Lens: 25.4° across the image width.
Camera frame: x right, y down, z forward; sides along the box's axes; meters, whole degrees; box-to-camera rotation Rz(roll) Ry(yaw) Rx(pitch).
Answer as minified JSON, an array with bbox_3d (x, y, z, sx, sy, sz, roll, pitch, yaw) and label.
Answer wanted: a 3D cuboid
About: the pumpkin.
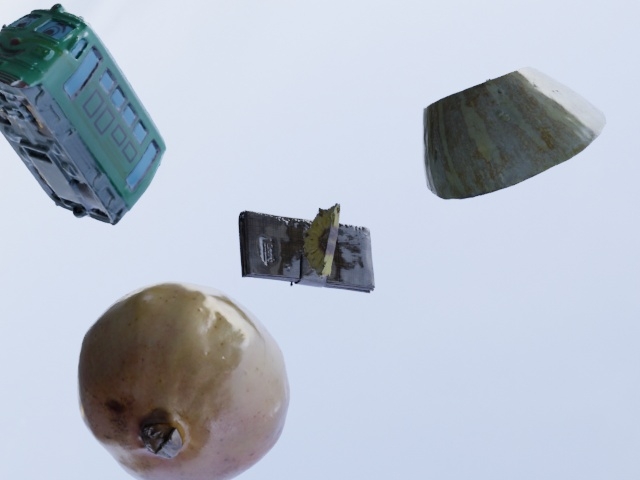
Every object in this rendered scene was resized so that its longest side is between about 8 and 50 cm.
[{"bbox_3d":[0.201,-0.139,1.599,0.217,0.110,0.217,-27,-166,7],"label":"pumpkin"}]

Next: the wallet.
[{"bbox_3d":[-0.022,0.019,2.310,0.042,0.230,0.124,135,-42,-53],"label":"wallet"}]

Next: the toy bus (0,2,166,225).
[{"bbox_3d":[-0.392,-0.203,2.232,0.183,0.343,0.199,19,-119,37],"label":"toy bus"}]

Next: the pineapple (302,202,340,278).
[{"bbox_3d":[0.000,0.000,1.545,0.045,0.019,0.083,2,-98,46],"label":"pineapple"}]

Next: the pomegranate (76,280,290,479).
[{"bbox_3d":[-0.217,0.234,2.174,0.338,0.338,0.338,-40,-147,34],"label":"pomegranate"}]
